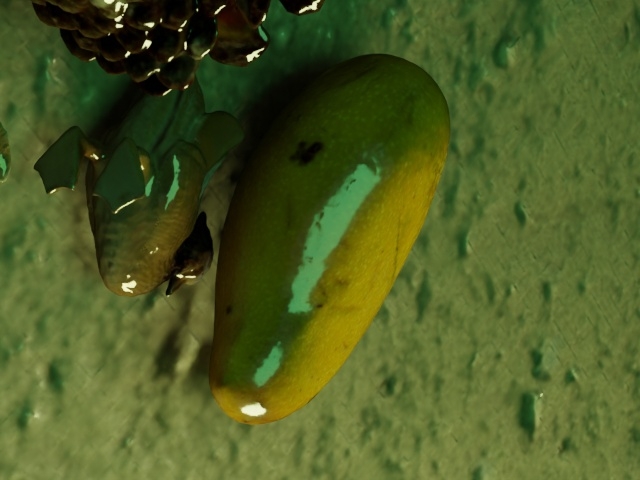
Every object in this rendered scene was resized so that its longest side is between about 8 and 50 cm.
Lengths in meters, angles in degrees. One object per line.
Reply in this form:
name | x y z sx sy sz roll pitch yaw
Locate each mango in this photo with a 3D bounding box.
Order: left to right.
mango | -0.005 -0.003 1.342 0.295 0.120 0.177 -59 158 -13

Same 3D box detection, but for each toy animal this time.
toy animal | -0.105 -0.049 1.285 0.179 0.089 0.188 28 80 -61

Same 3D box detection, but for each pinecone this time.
pinecone | -0.076 -0.234 1.167 0.292 0.246 0.246 -36 125 -49

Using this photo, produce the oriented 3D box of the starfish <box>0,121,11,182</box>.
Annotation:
starfish | -0.290 -0.122 1.120 0.231 0.048 0.295 -51 134 -32
